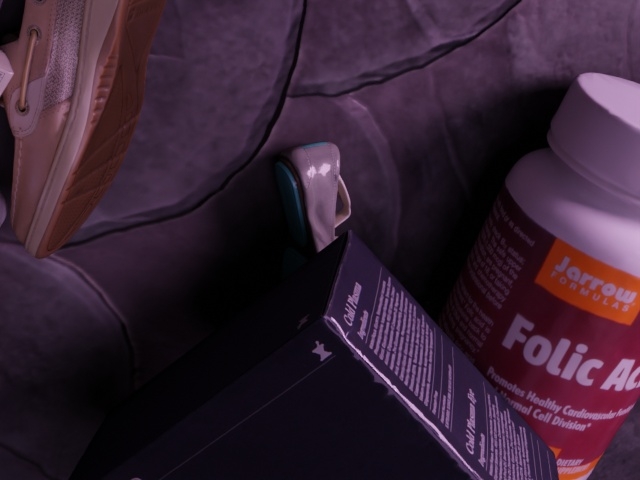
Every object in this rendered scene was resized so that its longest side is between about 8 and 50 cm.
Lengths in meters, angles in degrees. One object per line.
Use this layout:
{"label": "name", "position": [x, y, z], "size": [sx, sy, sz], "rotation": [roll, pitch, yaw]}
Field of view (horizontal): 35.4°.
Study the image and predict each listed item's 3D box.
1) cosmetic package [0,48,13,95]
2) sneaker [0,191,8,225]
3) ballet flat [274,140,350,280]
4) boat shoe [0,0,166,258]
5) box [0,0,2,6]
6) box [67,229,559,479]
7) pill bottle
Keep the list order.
{"label": "cosmetic package", "position": [-0.272, -0.091, 0.704], "size": [0.060, 0.041, 0.115], "rotation": [25, 110, -39]}
{"label": "sneaker", "position": [-0.359, -0.020, 0.758], "size": [0.232, 0.090, 0.115], "rotation": [-15, 125, -17]}
{"label": "ballet flat", "position": [0.000, 0.000, 0.964], "size": [0.068, 0.072, 0.213], "rotation": [-22, 132, -23]}
{"label": "boat shoe", "position": [-0.194, -0.128, 0.762], "size": [0.098, 0.109, 0.302], "rotation": [25, 117, 5]}
{"label": "box", "position": [-0.345, -0.160, 0.681], "size": [0.231, 0.056, 0.183], "rotation": [10, 119, -32]}
{"label": "box", "position": [-0.006, 0.225, 0.925], "size": [0.343, 0.179, 0.312], "rotation": [-37, 105, 21]}
{"label": "pill bottle", "position": [0.260, 0.046, 1.022], "size": [0.224, 0.224, 0.392], "rotation": [5, 121, -30]}
